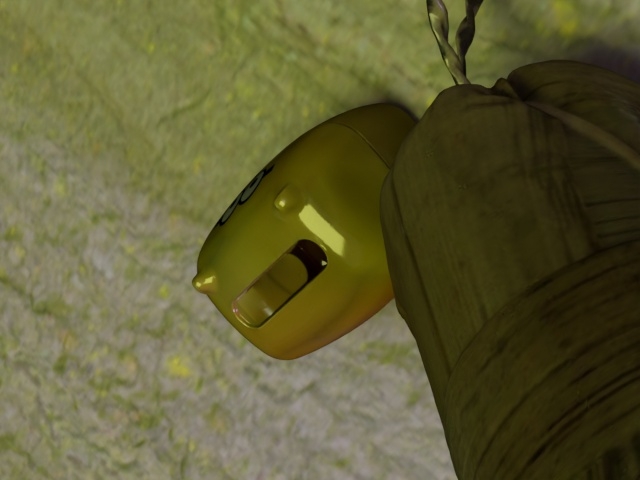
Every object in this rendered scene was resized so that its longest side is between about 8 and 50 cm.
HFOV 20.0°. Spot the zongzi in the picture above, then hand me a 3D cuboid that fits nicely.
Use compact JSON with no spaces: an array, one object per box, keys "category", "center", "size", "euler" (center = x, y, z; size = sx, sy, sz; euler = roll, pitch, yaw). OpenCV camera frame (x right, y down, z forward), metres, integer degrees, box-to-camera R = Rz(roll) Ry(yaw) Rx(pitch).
[{"category":"zongzi","center":[0.279,0.055,1.051],"size":[0.218,0.467,0.500],"euler":[112,150,-43]}]

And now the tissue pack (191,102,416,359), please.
[{"category":"tissue pack","center":[0.000,0.000,1.213],"size":[0.123,0.127,0.178],"euler":[49,135,1]}]
